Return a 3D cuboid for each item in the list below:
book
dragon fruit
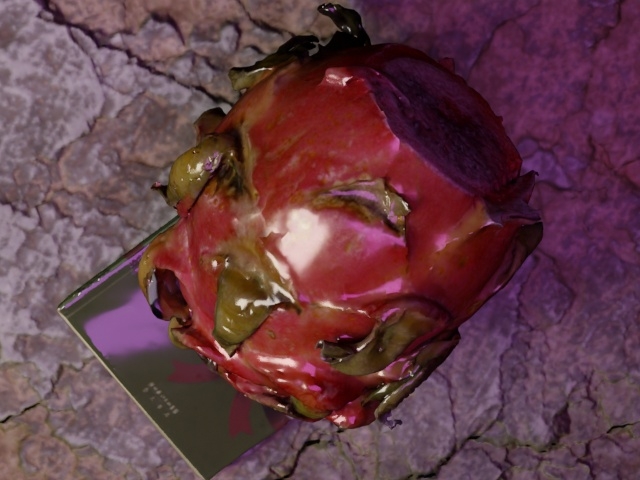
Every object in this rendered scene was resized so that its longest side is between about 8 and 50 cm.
[{"bbox_3d":[-0.040,0.043,1.417,0.289,0.026,0.201,-37,107,5],"label":"book"},{"bbox_3d":[0.000,0.000,1.278,0.269,0.250,0.291,48,123,2],"label":"dragon fruit"}]
